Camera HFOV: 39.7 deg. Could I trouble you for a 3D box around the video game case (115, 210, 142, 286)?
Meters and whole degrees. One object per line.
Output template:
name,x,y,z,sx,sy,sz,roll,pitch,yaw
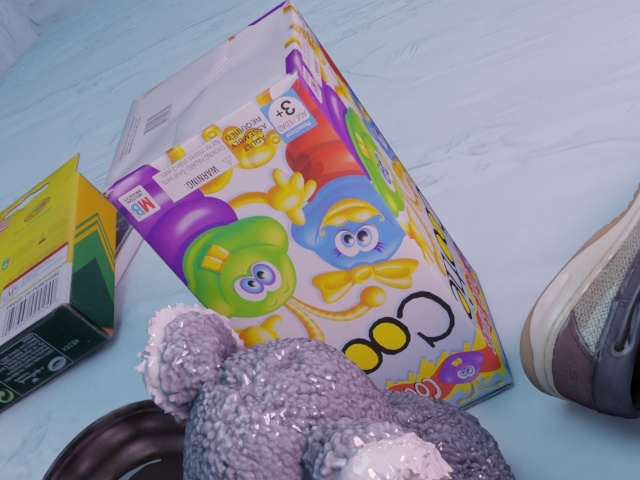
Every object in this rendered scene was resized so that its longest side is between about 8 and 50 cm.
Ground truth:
video game case,-0.309,0.014,1.215,0.173,0.022,0.190,-19,34,31

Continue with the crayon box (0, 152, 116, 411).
crayon box,-0.358,0.046,1.119,0.202,0.081,0.319,-33,37,14

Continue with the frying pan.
frying pan,-0.074,0.188,0.634,0.326,0.053,0.197,-23,54,11

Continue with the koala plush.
koala plush,0.000,0.127,0.459,0.196,0.221,0.203,25,64,40

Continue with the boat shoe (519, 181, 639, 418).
boat shoe,0.243,-0.006,0.549,0.285,0.103,0.092,-47,35,-9

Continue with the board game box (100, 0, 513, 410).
board game box,0.000,0.000,0.621,0.142,0.275,0.144,-29,29,15

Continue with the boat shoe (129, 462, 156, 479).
boat shoe,-0.130,0.176,0.749,0.045,0.050,0.135,-39,28,8
